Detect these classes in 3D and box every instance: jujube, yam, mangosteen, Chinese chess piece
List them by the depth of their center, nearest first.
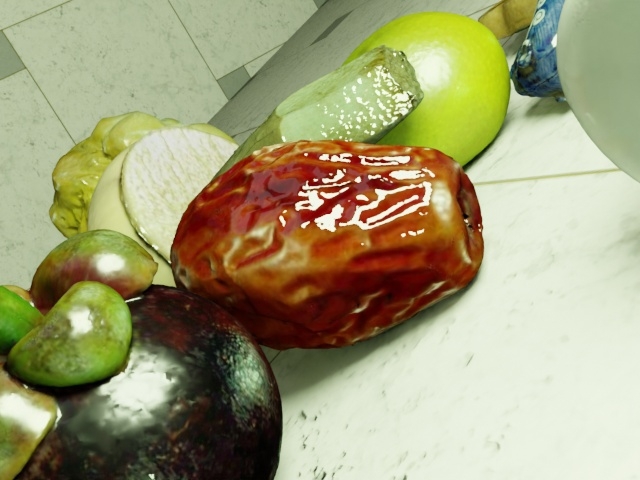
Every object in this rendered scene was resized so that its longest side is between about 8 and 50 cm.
[{"bbox_3d":[-0.190,0.157,0.660,0.300,0.300,0.300,-38,17,14],"label":"mangosteen"},{"bbox_3d":[0.000,0.000,0.758,0.290,0.197,0.197,-11,30,24],"label":"jujube"},{"bbox_3d":[-0.012,-0.102,0.868,0.259,0.106,0.106,-41,15,35],"label":"yam"},{"bbox_3d":[-0.135,-0.007,0.962,0.112,0.270,0.270,-47,11,36],"label":"Chinese chess piece"}]

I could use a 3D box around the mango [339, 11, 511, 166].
[{"bbox_3d":[0.092,-0.145,0.945,0.273,0.185,0.149,-40,-5,9],"label":"mango"}]

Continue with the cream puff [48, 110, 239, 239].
[{"bbox_3d":[-0.247,-0.017,1.214,0.257,0.324,0.291,-89,11,-46],"label":"cream puff"}]

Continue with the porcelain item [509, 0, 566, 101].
[{"bbox_3d":[0.298,-0.232,0.787,0.186,0.138,0.288,-50,17,-11],"label":"porcelain item"}]

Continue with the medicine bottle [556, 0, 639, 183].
[{"bbox_3d":[0.326,-0.203,0.518,0.371,0.211,0.211,-49,18,-23],"label":"medicine bottle"}]

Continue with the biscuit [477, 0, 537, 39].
[{"bbox_3d":[0.365,-0.362,1.051,0.287,0.057,0.343,-38,10,-20],"label":"biscuit"}]
